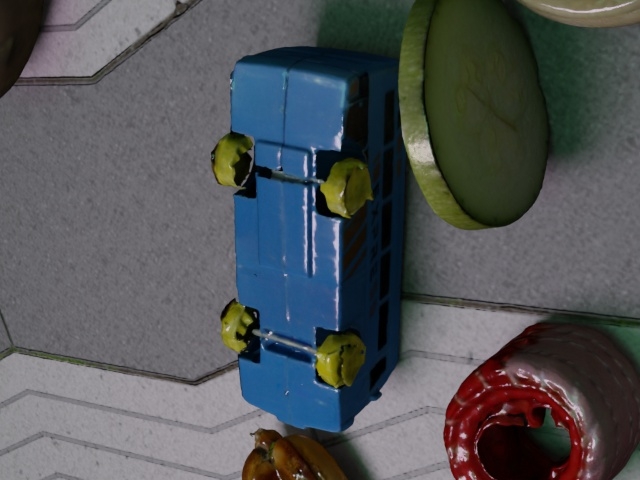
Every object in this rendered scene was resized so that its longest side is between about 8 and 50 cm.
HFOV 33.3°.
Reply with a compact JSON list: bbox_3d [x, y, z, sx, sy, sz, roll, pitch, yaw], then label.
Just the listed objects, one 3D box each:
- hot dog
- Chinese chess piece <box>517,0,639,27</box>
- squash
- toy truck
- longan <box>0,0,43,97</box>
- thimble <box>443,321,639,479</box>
[{"bbox_3d":[0.018,0.362,1.251,0.135,0.100,0.337,-28,91,30],"label":"hot dog"},{"bbox_3d":[0.231,-0.297,0.856,0.250,0.103,0.249,12,111,32],"label":"Chinese chess piece"},{"bbox_3d":[0.129,-0.115,0.920,0.041,0.219,0.219,-7,103,37],"label":"squash"},{"bbox_3d":[0.000,0.000,1.086,0.161,0.162,0.385,13,116,30],"label":"toy truck"},{"bbox_3d":[-0.432,-0.277,1.244,0.246,0.215,0.246,26,143,21],"label":"longan"},{"bbox_3d":[0.214,0.176,1.029,0.163,0.125,0.189,35,124,23],"label":"thimble"}]
